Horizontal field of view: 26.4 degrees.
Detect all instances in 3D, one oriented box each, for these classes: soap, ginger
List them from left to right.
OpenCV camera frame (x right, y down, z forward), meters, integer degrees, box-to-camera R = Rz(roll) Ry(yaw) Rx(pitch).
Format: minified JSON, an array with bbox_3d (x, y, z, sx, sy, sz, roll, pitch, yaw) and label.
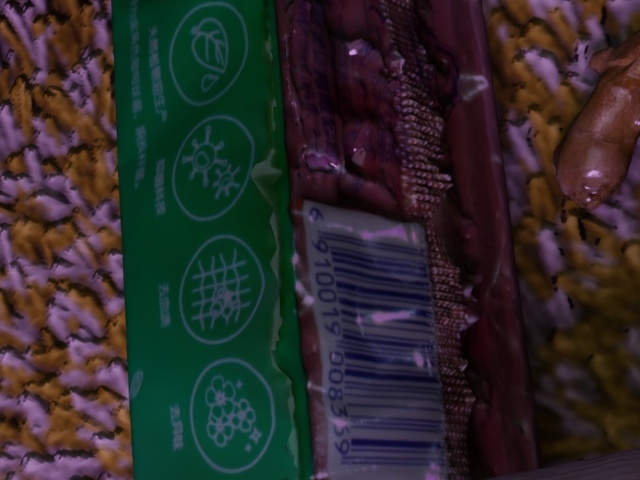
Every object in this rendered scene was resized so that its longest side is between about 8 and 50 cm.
[{"bbox_3d":[0.002,-0.001,0.532,0.098,0.218,0.273,-16,72,33],"label":"soap"},{"bbox_3d":[0.182,-0.024,0.547,0.193,0.052,0.176,16,85,26],"label":"ginger"}]

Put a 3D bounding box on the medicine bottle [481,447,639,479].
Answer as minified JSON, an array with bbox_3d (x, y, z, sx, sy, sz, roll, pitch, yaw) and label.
[{"bbox_3d":[0.236,0.135,0.386,0.371,0.211,0.211,-12,69,17],"label":"medicine bottle"}]
